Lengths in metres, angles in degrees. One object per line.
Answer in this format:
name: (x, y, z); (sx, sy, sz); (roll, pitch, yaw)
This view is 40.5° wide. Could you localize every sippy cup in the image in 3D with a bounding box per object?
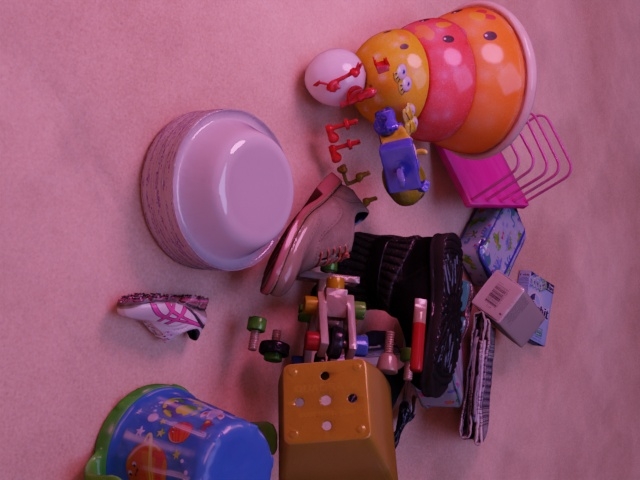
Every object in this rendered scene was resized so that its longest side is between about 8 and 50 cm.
sippy cup: (-0.207, 0.360, 1.403); (0.305, 0.224, 0.240); (-52, 128, -35)

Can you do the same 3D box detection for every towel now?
towel: (0.402, 0.347, 2.148); (0.324, 0.056, 0.312); (37, 60, -70)

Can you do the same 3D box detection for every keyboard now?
keyboard: (0.120, 0.404, 1.926); (0.201, 0.033, 0.317); (48, 57, -29)

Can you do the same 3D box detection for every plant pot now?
plant pot: (0.019, 0.315, 1.510); (0.187, 0.212, 0.212); (78, 9, -57)

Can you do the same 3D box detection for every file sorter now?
file sorter: (0.457, -0.210, 2.133); (0.290, 0.182, 0.202); (-2, 62, -49)

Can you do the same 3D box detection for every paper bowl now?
paper bowl: (-0.158, -0.087, 1.510); (0.284, 0.148, 0.284); (-3, 94, -50)

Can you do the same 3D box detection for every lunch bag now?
lunch bag: (0.453, 0.006, 2.264); (0.219, 0.090, 0.176); (-56, 132, -30)
lunch bag: (0.258, 0.241, 1.966); (0.279, 0.108, 0.224); (66, 22, -51)

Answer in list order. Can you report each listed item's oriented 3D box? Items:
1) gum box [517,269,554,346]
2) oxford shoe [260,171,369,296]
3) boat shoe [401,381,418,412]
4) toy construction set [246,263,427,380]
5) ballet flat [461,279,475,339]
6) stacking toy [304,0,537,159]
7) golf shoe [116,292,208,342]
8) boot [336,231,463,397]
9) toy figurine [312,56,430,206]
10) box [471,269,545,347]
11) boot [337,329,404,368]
gum box: (0.605, 0.195, 2.476); (0.157, 0.041, 0.184); (26, 72, -46)
oxford shoe: (0.000, 0.000, 1.645); (0.130, 0.123, 0.348); (35, 46, -1)
boat shoe: (0.217, 0.359, 2.035); (0.035, 0.035, 0.100); (26, 72, -47)
toy construction set: (0.054, 0.134, 1.657); (0.257, 0.309, 0.237); (56, 39, -61)
ballet flat: (0.348, 0.193, 2.167); (0.070, 0.070, 0.188); (37, 67, -43)
stacking toy: (0.183, -0.335, 1.829); (0.480, 0.350, 0.351); (-7, 96, -33)
golf shoe: (-0.261, 0.130, 1.454); (0.186, 0.067, 0.086); (9, 85, -49)
boot: (0.152, 0.145, 1.779); (0.131, 0.260, 0.348); (34, 58, -54)
toy figurine: (0.124, -0.146, 1.693); (0.217, 0.191, 0.362); (-103, 178, -50)
box: (0.487, 0.180, 2.230); (0.113, 0.094, 0.275); (-51, 149, -2)
boot: (0.088, 0.244, 1.873); (0.190, 0.069, 0.086); (1, 50, -32)
